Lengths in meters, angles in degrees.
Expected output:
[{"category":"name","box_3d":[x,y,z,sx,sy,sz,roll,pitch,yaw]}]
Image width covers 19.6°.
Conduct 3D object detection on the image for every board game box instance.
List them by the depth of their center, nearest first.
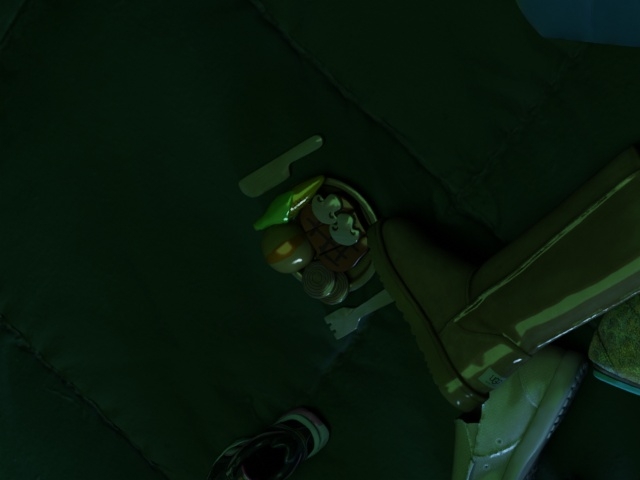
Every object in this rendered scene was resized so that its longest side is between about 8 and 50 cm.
[{"category":"board game box","box_3d":[0.249,-0.244,1.650,0.168,0.033,0.133,10,117,30]}]

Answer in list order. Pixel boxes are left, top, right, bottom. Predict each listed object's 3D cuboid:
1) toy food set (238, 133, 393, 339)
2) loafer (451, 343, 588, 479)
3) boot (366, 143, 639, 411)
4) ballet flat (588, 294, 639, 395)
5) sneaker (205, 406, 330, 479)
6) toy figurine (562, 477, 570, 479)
[{"category":"toy food set","box_3d":[0.000,0.000,1.861,0.132,0.038,0.192,-33,91,32]},{"category":"loafer","box_3d":[0.169,0.205,1.817,0.092,0.102,0.268,32,110,16]},{"category":"boot","box_3d":[0.196,0.002,1.728,0.269,0.089,0.236,-39,57,17]},{"category":"ballet flat","box_3d":[0.411,0.132,1.657,0.348,0.123,0.123,24,117,18]},{"category":"sneaker","box_3d":[-0.074,0.241,1.964,0.072,0.077,0.178,48,123,6]},{"category":"toy figurine","box_3d":[0.207,0.353,1.779,0.148,0.213,0.209,47,118,20]}]
